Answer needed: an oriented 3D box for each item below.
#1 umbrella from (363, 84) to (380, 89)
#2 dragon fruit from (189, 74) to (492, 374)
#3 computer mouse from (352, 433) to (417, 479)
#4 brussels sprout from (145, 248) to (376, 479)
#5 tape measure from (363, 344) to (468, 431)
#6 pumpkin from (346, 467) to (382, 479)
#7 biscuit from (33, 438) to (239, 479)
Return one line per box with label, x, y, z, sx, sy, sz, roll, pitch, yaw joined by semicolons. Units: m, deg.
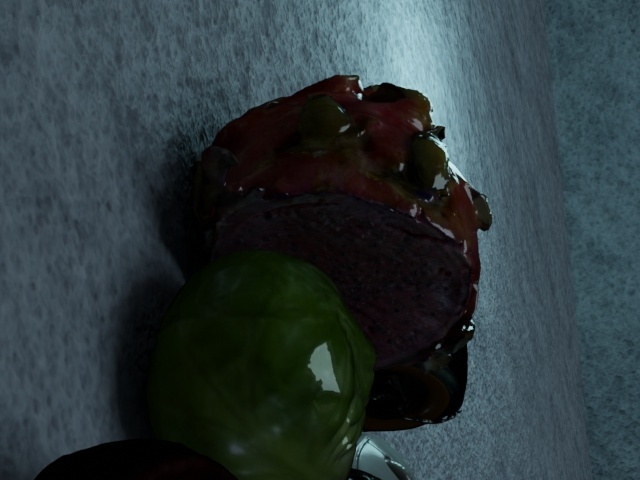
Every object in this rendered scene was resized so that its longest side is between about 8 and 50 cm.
umbrella;0.047;-0.183;1.865;0.066;0.059;0.235;62;20;9
dragon fruit;0.027;-0.053;1.426;0.314;0.296;0.263;75;16;-45
computer mouse;0.094;0.387;1.712;0.184;0.121;0.297;-13;97;-69
brussels sprout;-0.052;0.128;1.272;0.244;0.244;0.244;-7;90;-70
tape measure;0.070;0.143;1.605;0.223;0.202;0.135;63;24;-54
pumpkin;0.009;0.332;1.372;0.220;0.162;0.220;-154;-90;-86
biscuit;-0.114;0.335;0.935;0.407;0.091;0.407;-3;90;-68
